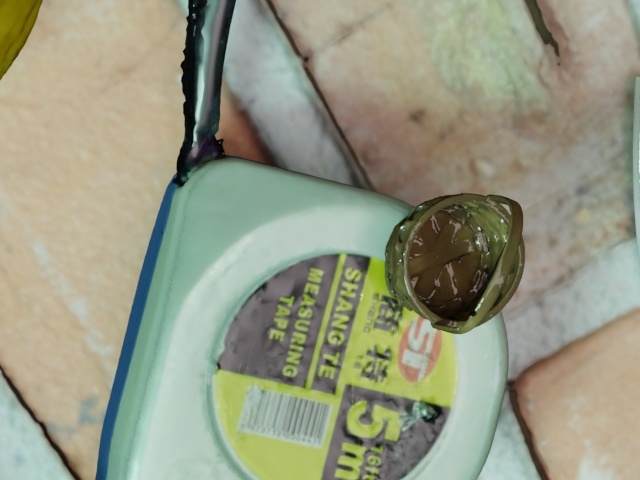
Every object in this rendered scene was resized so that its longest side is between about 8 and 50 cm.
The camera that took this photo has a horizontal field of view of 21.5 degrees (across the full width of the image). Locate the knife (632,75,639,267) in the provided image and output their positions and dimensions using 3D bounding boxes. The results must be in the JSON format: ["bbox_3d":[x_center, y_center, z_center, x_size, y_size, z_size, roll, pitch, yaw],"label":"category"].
[{"bbox_3d":[0.198,-0.086,0.954,0.046,0.022,0.256,-8,109,-22],"label":"knife"}]

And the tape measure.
[{"bbox_3d":[0.000,0.000,0.881,0.215,0.098,0.351,13,93,-18],"label":"tape measure"}]

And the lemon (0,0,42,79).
[{"bbox_3d":[-0.252,-0.124,0.690,0.284,0.260,0.260,-34,112,21],"label":"lemon"}]

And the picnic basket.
[{"bbox_3d":[0.071,0.010,0.812,0.072,0.083,0.072,-1,94,-18],"label":"picnic basket"}]
